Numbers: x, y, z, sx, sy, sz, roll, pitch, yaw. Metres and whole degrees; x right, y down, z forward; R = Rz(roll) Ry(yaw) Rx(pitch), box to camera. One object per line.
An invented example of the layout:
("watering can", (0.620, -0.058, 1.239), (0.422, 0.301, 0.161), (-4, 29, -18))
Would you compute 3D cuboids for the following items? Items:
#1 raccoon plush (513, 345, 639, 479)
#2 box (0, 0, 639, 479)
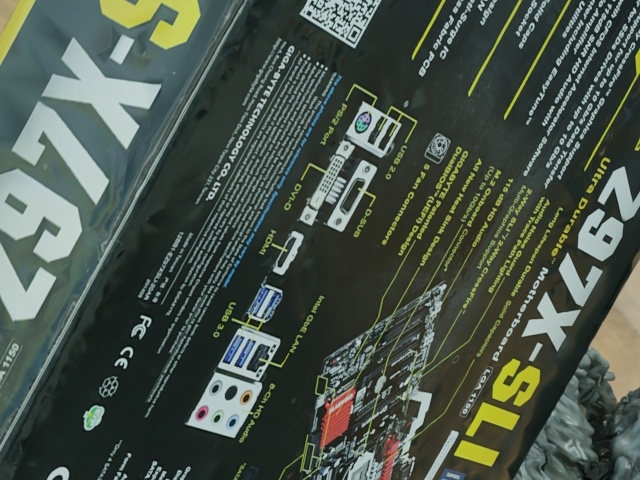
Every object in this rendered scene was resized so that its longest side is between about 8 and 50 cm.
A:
("raccoon plush", (0.030, 0.009, 0.825), (0.446, 0.216, 0.299), (-20, 98, 6))
("box", (0.000, 0.000, 0.588), (0.079, 0.257, 0.322), (31, 95, 34))
